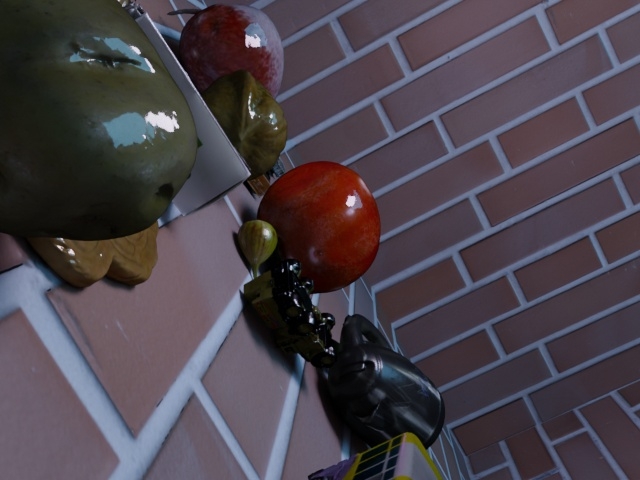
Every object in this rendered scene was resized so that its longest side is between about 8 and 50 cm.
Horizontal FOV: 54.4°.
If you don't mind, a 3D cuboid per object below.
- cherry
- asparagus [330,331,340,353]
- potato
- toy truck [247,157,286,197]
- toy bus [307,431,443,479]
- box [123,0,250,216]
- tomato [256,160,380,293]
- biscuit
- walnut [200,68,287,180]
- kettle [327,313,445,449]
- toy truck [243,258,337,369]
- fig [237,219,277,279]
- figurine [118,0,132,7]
[{"bbox_3d":[-0.244,-0.507,1.758,0.326,0.292,0.334,-93,164,-52],"label":"cherry"},{"bbox_3d":[-0.008,0.240,1.516,0.287,0.080,0.080,58,9,-43],"label":"asparagus"},{"bbox_3d":[-0.267,-0.135,0.596,0.326,0.243,0.221,49,-28,19],"label":"potato"},{"bbox_3d":[-0.171,-0.220,1.813,0.080,0.115,0.177,55,10,-39],"label":"toy truck"},{"bbox_3d":[0.072,0.429,0.814,0.209,0.249,0.440,64,9,8],"label":"toy bus"},{"bbox_3d":[-0.271,-0.225,1.054,0.332,0.145,0.173,58,-4,-31],"label":"box"},{"bbox_3d":[-0.008,-0.036,1.557,0.325,0.290,0.293,20,-46,62],"label":"tomato"},{"bbox_3d":[-0.301,-0.071,0.839,0.269,0.051,0.376,60,8,-25],"label":"biscuit"},{"bbox_3d":[-0.195,-0.260,1.428,0.228,0.282,0.283,14,30,-18],"label":"walnut"},{"bbox_3d":[0.137,0.336,1.531,0.324,0.228,0.320,48,28,-43],"label":"kettle"},{"bbox_3d":[-0.053,0.167,1.303,0.257,0.127,0.127,56,17,-40],"label":"toy truck"},{"bbox_3d":[-0.133,0.026,1.390,0.093,0.093,0.166,51,19,-53],"label":"fig"},{"bbox_3d":[-0.435,-0.485,1.047,0.365,0.206,0.218,102,-9,-64],"label":"figurine"}]
